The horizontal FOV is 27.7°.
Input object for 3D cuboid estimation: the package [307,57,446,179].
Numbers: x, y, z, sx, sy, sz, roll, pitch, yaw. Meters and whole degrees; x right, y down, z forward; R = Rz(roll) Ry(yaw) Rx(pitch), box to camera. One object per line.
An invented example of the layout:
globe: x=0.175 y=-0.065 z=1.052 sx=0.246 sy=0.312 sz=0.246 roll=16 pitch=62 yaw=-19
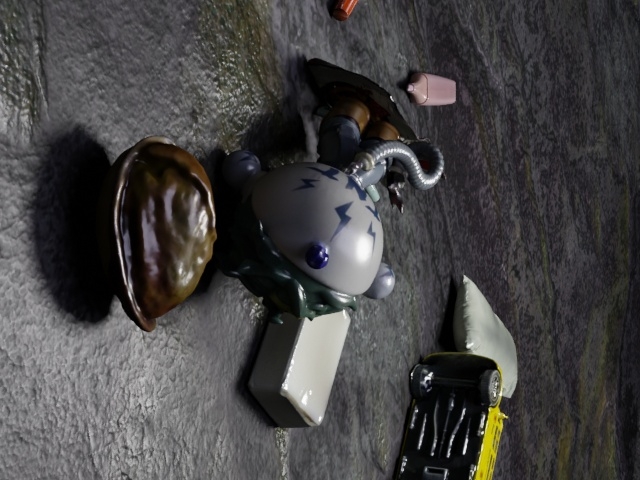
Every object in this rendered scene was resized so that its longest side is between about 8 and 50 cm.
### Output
package: x=0.083 y=-0.167 z=1.835 sx=0.030 sy=0.154 sz=0.239 roll=-58 pitch=143 yaw=-12

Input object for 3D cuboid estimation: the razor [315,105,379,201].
razor: x=0.054 y=-0.114 z=1.887 sx=0.036 sy=0.084 sz=0.211 roll=-56 pitch=151 yaw=-21

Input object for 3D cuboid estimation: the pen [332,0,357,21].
pen: x=0.067 y=-0.405 z=1.927 sx=0.239 sy=0.028 sz=0.028 roll=-65 pitch=144 yaw=-38

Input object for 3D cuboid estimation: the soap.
soap: x=-0.025 y=0.148 z=1.732 sx=0.121 sy=0.063 sz=0.183 roll=56 pitch=43 yaw=-46

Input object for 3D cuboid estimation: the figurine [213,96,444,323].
figurine: x=-0.003 y=-0.041 z=1.635 sx=0.186 sy=0.261 sz=0.382 roll=-62 pitch=-178 yaw=34

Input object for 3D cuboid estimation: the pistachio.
pistachio: x=-0.173 y=-0.005 z=1.378 sx=0.165 sy=0.130 sz=0.210 roll=-10 pitch=109 yaw=-64

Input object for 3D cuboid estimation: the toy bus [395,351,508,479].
toy bus: x=0.213 y=0.353 z=2.108 sx=0.152 sy=0.144 sz=0.330 roll=49 pitch=50 yaw=-52

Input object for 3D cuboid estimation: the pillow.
pillow: x=0.294 y=0.174 z=2.331 sx=0.254 sy=0.078 sz=0.144 roll=48 pitch=40 yaw=-53

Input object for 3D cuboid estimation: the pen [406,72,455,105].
pen: x=0.180 y=-0.248 z=2.147 sx=0.197 sy=0.032 sz=0.053 roll=-7 pitch=98 yaw=-65
